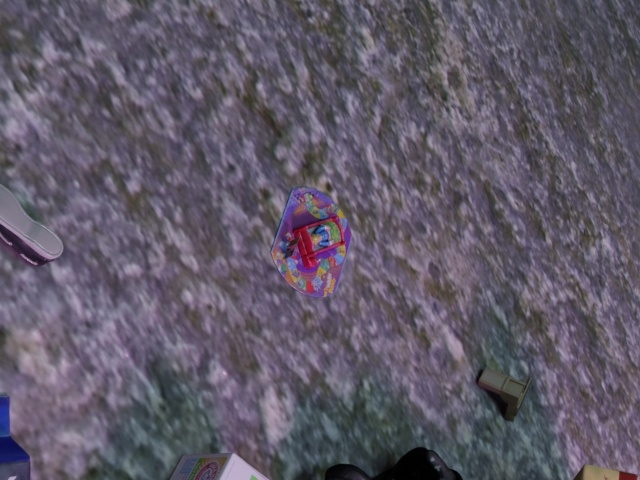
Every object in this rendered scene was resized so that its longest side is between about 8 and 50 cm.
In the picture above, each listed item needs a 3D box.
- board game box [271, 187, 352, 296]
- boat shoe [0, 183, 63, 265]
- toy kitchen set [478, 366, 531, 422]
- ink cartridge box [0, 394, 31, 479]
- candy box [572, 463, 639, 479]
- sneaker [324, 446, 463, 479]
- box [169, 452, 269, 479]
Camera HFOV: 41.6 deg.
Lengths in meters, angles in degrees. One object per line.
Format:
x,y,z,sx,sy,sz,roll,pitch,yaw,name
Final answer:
0.000,0.000,1.259,0.133,0.033,0.169,35,57,-29,board game box
-0.348,-0.019,0.950,0.125,0.038,0.046,44,34,-26,boat shoe
0.322,0.257,1.477,0.068,0.075,0.083,-53,153,-34,toy kitchen set
-0.370,0.318,0.820,0.165,0.065,0.333,4,74,-40,ink cartridge box
0.422,0.489,1.339,0.316,0.087,0.183,78,24,-60,candy box
0.189,0.404,1.216,0.482,0.185,0.202,18,64,-41,sneaker
-0.142,0.359,0.976,0.103,0.114,0.203,46,51,-23,box
